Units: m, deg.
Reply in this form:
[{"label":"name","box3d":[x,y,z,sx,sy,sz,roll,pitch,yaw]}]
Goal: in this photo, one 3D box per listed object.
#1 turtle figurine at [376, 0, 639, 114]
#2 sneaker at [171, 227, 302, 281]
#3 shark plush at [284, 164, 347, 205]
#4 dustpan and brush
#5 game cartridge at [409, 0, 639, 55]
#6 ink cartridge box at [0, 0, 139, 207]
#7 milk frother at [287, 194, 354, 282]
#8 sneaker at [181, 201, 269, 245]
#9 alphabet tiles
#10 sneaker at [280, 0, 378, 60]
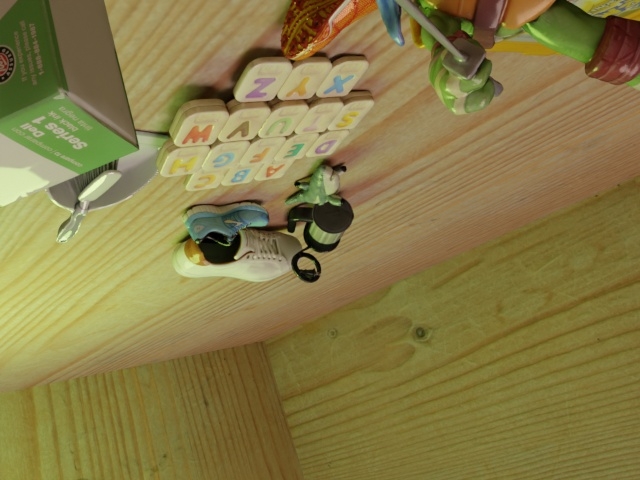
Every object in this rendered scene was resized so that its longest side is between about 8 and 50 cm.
[{"label":"turtle figurine","box3d":[0.150,-0.176,0.345,0.266,0.198,0.275,13,160,2]},{"label":"sneaker","box3d":[-0.140,0.024,1.131,0.290,0.106,0.123,-6,163,-37]},{"label":"shark plush","box3d":[-0.015,-0.100,1.001,0.067,0.073,0.161,15,170,-31]},{"label":"dustpan and brush","box3d":[-0.294,-0.062,0.712,0.211,0.060,0.147,-30,162,39]},{"label":"game cartridge","box3d":[0.303,-0.265,0.579,0.323,0.053,0.285,-9,178,-33]},{"label":"ink cartridge box","box3d":[-0.258,-0.106,0.390,0.219,0.160,0.092,-21,164,8]},{"label":"milk frother","box3d":[0.000,0.000,1.149,0.129,0.143,0.135,-11,164,-12]},{"label":"sneaker","box3d":[-0.163,-0.023,0.996,0.162,0.073,0.063,-8,162,-34]},{"label":"alphabet tiles","box3d":[-0.065,-0.141,0.733,0.284,0.021,0.278,-14,163,-36]},{"label":"sneaker","box3d":[0.029,-0.220,0.514,0.067,0.064,0.175,3,155,-46]}]
